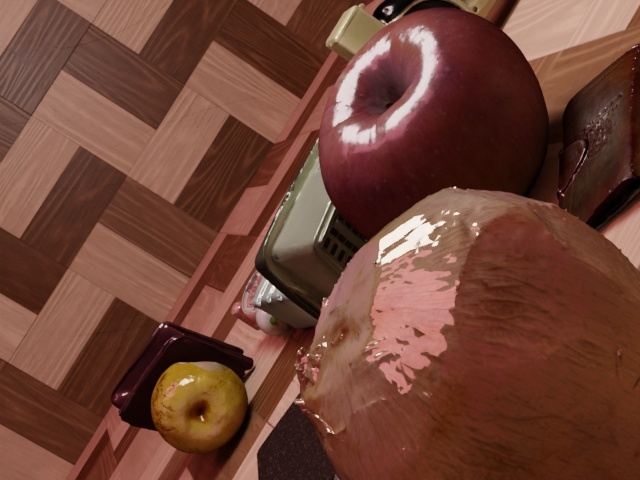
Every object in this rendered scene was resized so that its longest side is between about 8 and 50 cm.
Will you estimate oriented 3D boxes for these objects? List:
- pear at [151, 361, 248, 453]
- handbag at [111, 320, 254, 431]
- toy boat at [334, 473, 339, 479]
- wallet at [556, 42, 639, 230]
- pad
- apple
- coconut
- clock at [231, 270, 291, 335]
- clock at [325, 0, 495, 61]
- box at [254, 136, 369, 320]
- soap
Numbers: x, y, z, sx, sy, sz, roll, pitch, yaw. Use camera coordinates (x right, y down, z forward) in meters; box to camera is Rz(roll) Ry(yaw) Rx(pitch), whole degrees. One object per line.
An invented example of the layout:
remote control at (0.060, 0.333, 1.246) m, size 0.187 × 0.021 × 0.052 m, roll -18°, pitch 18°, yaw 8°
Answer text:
pear at (-0.210, 0.282, 1.884) m, size 0.178 × 0.178 × 0.178 m, roll -53°, pitch 13°, yaw 18°
handbag at (-0.254, 0.261, 2.008) m, size 0.203 × 0.216 × 0.074 m, roll -55°, pitch 42°, yaw 11°
toy boat at (0.037, 0.227, 1.145) m, size 0.227 × 0.085 × 0.155 m, roll -70°, pitch -11°, yaw -46°
wallet at (0.303, -0.104, 1.177) m, size 0.137 × 0.031 × 0.255 m, roll -46°, pitch 17°, yaw 41°
pad at (-0.024, 0.288, 1.527) m, size 0.220 × 0.004 × 0.330 m, roll -54°, pitch 13°, yaw 11°
apple at (0.144, -0.126, 1.337) m, size 0.305 × 0.235 × 0.306 m, roll -29°, pitch 44°, yaw 33°
coconut at (0.122, 0.100, 0.862) m, size 0.297 × 0.254 × 0.297 m, roll -55°, pitch 11°, yaw 16°
clock at (-0.072, 0.099, 2.006) m, size 0.166 × 0.093 × 0.162 m, roll -60°, pitch 22°, yaw -14°
clock at (0.196, -0.430, 1.852) m, size 0.379 × 0.276 × 0.120 m, roll -63°, pitch 15°, yaw -8°
box at (0.051, -0.022, 1.523) m, size 0.166 × 0.220 × 0.290 m, roll -18°, pitch 38°, yaw 51°
soap at (0.000, 0.000, 1.862) m, size 0.173 × 0.095 × 0.289 m, roll -18°, pitch 46°, yaw 62°
